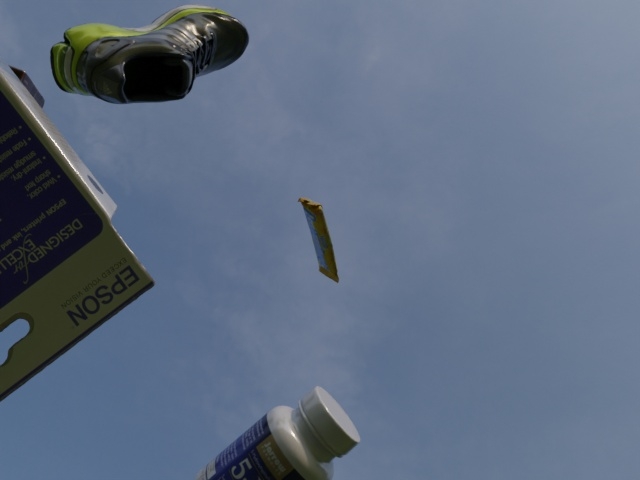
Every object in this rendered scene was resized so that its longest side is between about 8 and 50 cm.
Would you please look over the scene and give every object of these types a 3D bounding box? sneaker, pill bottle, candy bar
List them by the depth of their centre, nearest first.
[{"bbox_3d":[-0.049,0.268,0.682,0.186,0.112,0.112,-41,-80,1],"label":"pill bottle"},{"bbox_3d":[0.000,0.000,0.774,0.018,0.040,0.162,-42,-36,-21],"label":"candy bar"},{"bbox_3d":[-0.203,-0.245,0.784,0.121,0.300,0.111,33,-44,25],"label":"sneaker"}]

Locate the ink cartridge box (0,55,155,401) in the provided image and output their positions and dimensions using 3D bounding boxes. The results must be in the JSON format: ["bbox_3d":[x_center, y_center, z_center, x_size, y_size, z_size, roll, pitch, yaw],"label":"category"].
[{"bbox_3d":[-0.236,0.002,0.340,0.206,0.045,0.208,-36,-87,1],"label":"ink cartridge box"}]

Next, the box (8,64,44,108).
[{"bbox_3d":[-0.671,-0.256,1.078,0.203,0.167,0.169,19,-99,-12],"label":"box"}]
